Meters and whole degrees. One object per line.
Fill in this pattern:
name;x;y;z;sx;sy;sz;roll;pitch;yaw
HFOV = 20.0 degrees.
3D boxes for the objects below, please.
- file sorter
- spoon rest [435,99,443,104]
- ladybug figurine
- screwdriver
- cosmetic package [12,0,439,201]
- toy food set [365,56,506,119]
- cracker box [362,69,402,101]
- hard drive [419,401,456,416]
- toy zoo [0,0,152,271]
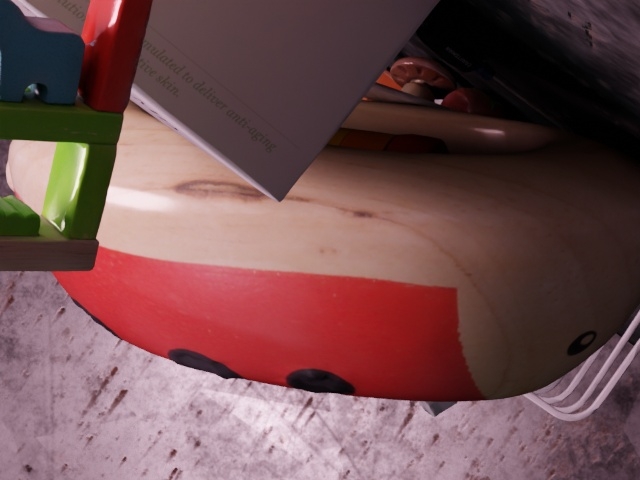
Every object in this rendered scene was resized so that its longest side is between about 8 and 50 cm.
file sorter;0.199;0.048;1.730;0.193;0.173;0.278;35;180;-5
spoon rest;-0.014;-0.155;1.439;0.276;0.084;0.137;34;-179;-24
ladybug figurine;0.000;0.000;1.174;0.449;0.161;0.305;9;-166;22
screwdriver;0.114;-0.098;1.153;0.170;0.025;0.024;36;180;-44
cosmetic package;-0.113;-0.179;1.057;0.197;0.155;0.365;39;180;-30
toy food set;0.088;-0.084;1.371;0.128;0.071;0.218;17;159;6
cracker box;-0.021;-0.171;1.695;0.156;0.067;0.232;36;-179;-24
hard drive;0.034;0.014;1.693;0.203;0.040;0.307;57;178;38
toy zoo;-0.140;-0.128;0.654;0.192;0.293;0.030;2;-158;-37
